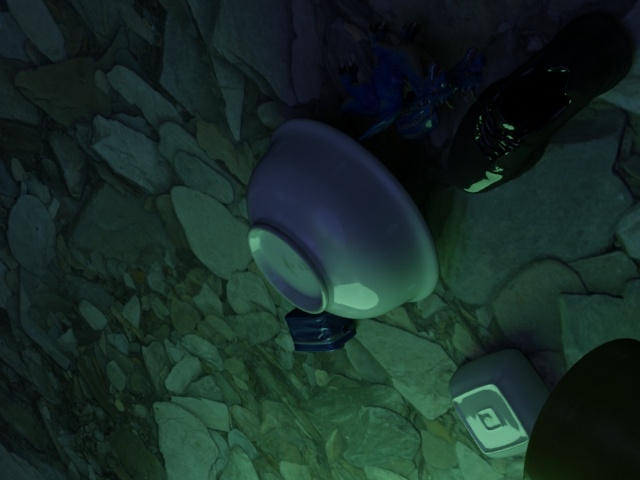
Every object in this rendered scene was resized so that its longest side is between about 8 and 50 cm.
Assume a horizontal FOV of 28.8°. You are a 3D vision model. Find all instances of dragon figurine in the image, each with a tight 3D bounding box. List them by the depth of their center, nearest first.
[{"bbox_3d":[0.087,-0.165,1.488,0.289,0.085,0.144,-46,55,50],"label":"dragon figurine"}]

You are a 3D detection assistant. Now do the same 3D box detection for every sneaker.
[{"bbox_3d":[0.216,-0.140,1.392,0.109,0.130,0.286,48,138,8],"label":"sneaker"}]

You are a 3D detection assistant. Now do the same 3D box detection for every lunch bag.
[{"bbox_3d":[0.005,0.126,1.790,0.098,0.067,0.065,-3,111,43],"label":"lunch bag"}]

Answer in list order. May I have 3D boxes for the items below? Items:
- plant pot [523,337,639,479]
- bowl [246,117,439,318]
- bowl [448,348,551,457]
[{"bbox_3d":[0.418,0.277,1.317,0.353,0.366,0.366,27,130,44],"label":"plant pot"},{"bbox_3d":[0.000,0.000,1.608,0.298,0.134,0.298,38,154,22],"label":"bowl"},{"bbox_3d":[0.237,0.224,1.641,0.142,0.053,0.142,-29,93,49],"label":"bowl"}]
